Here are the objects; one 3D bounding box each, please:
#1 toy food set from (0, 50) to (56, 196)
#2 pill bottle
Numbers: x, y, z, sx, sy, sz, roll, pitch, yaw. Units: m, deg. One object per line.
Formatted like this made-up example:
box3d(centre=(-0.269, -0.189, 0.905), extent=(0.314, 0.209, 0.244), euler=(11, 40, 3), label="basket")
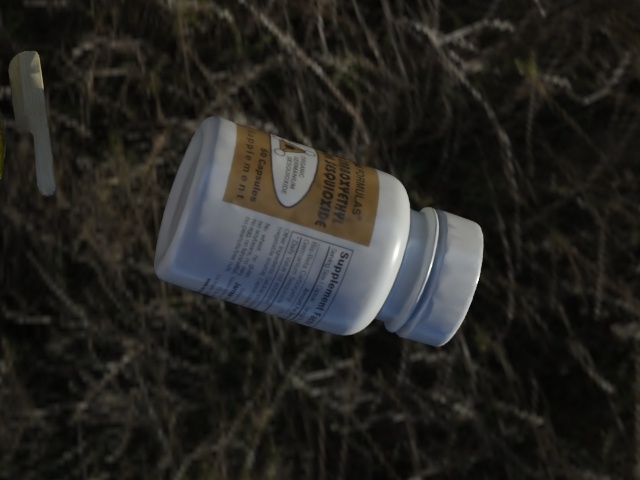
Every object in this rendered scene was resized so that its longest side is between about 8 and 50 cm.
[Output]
box3d(centre=(-0.293, -0.077, 1.272), extent=(0.192, 0.132, 0.038), euler=(-10, 165, -8), label="toy food set")
box3d(centre=(0.000, 0.000, 1.335), extent=(0.229, 0.131, 0.131), euler=(18, 121, -12), label="pill bottle")
